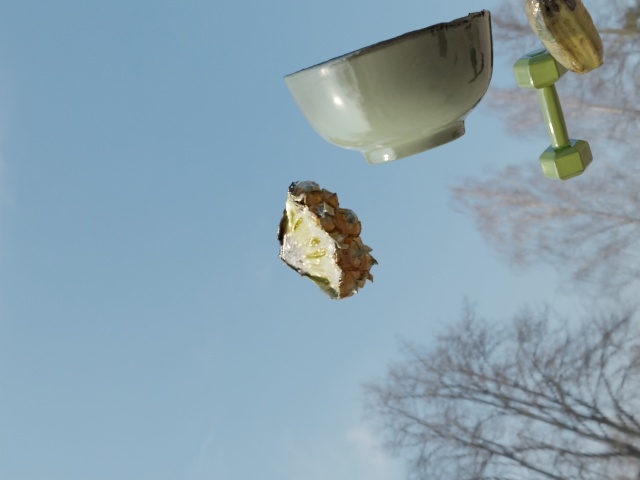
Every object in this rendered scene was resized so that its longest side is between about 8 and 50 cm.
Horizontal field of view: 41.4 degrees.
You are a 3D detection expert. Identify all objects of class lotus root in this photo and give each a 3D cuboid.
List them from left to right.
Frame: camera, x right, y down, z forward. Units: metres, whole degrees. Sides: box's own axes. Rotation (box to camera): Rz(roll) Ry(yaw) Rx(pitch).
[{"bbox_3d":[0.493,-0.437,1.721,0.110,0.097,0.258,-37,-56,12],"label":"lotus root"}]

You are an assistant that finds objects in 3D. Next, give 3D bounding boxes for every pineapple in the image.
[{"bbox_3d":[0.000,0.000,1.579,0.114,0.186,0.236,-29,-90,-46],"label":"pineapple"}]

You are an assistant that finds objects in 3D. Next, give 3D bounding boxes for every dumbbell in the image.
[{"bbox_3d":[0.534,-0.290,1.944,0.108,0.121,0.302,-26,-71,-16],"label":"dumbbell"}]

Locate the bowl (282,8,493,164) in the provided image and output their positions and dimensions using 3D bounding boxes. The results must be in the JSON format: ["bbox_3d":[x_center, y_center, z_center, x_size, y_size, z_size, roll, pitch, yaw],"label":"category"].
[{"bbox_3d":[0.132,-0.240,1.404,0.354,0.353,0.185,-31,-74,-50],"label":"bowl"}]
